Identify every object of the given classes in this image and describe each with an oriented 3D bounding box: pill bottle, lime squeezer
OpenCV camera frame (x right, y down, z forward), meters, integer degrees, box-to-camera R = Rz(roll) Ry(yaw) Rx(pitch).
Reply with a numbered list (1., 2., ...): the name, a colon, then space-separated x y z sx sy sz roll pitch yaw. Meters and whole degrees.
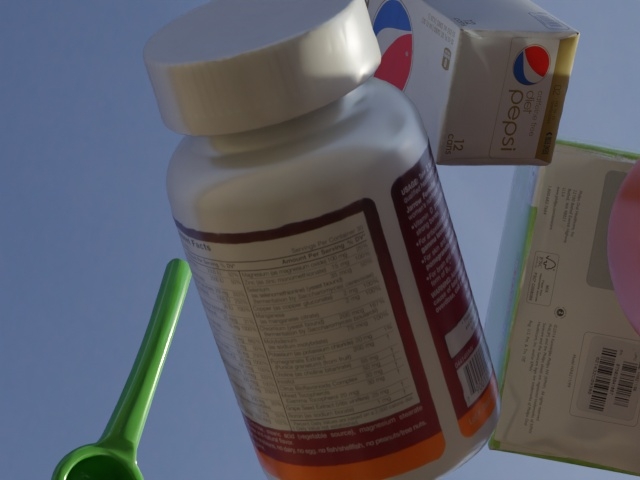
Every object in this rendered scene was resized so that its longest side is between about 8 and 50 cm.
1. pill bottle: 0.000 0.000 0.899 0.121 0.121 0.221 -13 -68 11
2. lime squeezer: -0.133 0.157 1.047 0.059 0.110 0.310 30 -90 -6

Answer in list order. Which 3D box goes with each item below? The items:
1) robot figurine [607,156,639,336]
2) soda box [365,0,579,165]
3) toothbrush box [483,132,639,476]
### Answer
1. robot figurine: 0.191 0.001 0.819 0.128 0.219 0.158 6 -91 -4
2. soda box: 0.053 -0.111 1.049 0.069 0.216 0.074 0 -66 -22
3. toothbrush box: 0.185 0.033 1.380 0.122 0.283 0.206 10 -86 0
